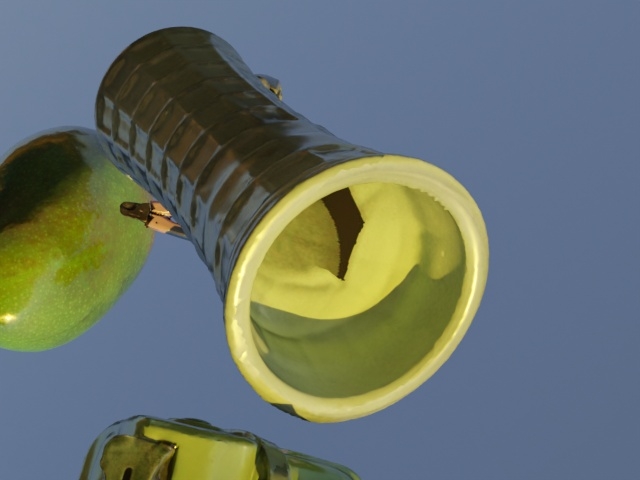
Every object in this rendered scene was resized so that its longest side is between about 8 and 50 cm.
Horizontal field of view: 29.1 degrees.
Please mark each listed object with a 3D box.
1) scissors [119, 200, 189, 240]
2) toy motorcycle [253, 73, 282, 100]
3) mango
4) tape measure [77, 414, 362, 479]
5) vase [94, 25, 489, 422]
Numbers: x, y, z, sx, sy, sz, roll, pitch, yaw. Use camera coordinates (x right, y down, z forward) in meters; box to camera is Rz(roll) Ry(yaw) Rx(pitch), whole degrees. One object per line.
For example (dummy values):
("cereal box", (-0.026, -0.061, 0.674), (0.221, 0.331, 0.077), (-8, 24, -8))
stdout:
("scissors", (-0.141, -0.020, 1.204), (0.012, 0.113, 0.039), (141, -43, -63))
("toy motorcycle", (-0.073, -0.116, 1.321), (0.061, 0.124, 0.193), (10, -130, 2))
("mango", (-0.316, -0.006, 1.456), (0.201, 0.225, 0.382), (3, -155, 15))
("tape measure", (-0.052, 0.139, 0.620), (0.177, 0.154, 0.088), (156, -53, -70))
("vase", (-0.039, -0.033, 0.712), (0.143, 0.143, 0.299), (-48, -146, 3))
